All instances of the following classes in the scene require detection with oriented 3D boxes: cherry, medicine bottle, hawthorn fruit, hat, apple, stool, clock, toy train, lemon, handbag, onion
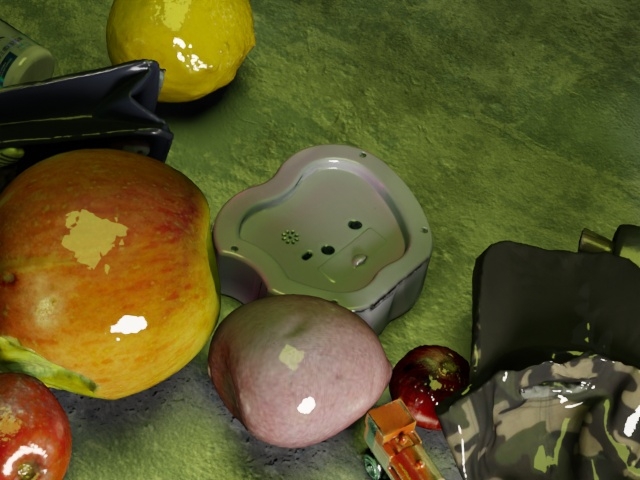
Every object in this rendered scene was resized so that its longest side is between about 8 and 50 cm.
[{"bbox_3d":[-0.026,0.163,1.792,0.239,0.239,0.206,-35,106,-31],"label":"cherry"},{"bbox_3d":[-0.536,-0.307,2.157,0.191,0.107,0.107,33,54,16],"label":"medicine bottle"},{"bbox_3d":[-0.400,0.260,1.695,0.173,0.173,0.173,5,51,-6],"label":"hawthorn fruit"},{"bbox_3d":[0.327,0.194,1.855,0.366,0.257,0.381,9,33,-5],"label":"hat"},{"bbox_3d":[-0.288,0.048,1.774,0.340,0.339,0.339,5,51,-6],"label":"apple"},{"bbox_3d":[0.446,0.068,1.997,0.139,0.153,0.228,13,52,10],"label":"stool"},{"bbox_3d":[0.000,0.000,2.009,0.339,0.102,0.338,5,51,-6],"label":"clock"},{"bbox_3d":[0.119,0.310,1.772,0.074,0.118,0.176,-21,56,-21],"label":"toy train"},{"bbox_3d":[-0.229,-0.347,2.167,0.233,0.233,0.288,23,43,9],"label":"lemon"},{"bbox_3d":[-0.386,-0.134,1.918,0.329,0.303,0.122,-11,79,-15],"label":"handbag"},{"bbox_3d":[0.159,0.209,1.862,0.131,0.131,0.131,5,51,-6],"label":"onion"}]
